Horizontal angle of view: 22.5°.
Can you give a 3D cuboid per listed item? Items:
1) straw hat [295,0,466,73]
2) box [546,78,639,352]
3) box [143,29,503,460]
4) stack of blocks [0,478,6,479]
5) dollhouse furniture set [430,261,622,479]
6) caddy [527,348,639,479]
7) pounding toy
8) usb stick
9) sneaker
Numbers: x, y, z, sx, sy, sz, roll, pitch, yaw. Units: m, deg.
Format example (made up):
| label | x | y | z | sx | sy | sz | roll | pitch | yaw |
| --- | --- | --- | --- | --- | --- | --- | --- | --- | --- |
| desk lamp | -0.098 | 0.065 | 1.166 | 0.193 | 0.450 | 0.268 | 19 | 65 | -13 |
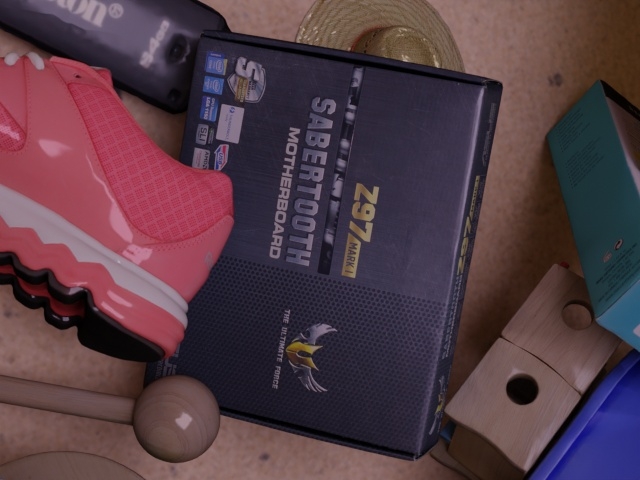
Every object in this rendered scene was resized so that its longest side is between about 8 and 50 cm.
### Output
| label | x | y | z | sx | sy | sz | roll | pitch | yaw |
| --- | --- | --- | --- | --- | --- | --- | --- | --- | --- |
| straw hat | 0.051 | -0.110 | 1.080 | 0.144 | 0.061 | 0.144 | 1 | 88 | -24 |
| box | 0.217 | -0.008 | 1.059 | 0.100 | 0.244 | 0.060 | 35 | 115 | -18 |
| box | 0.000 | 0.000 | 0.982 | 0.183 | 0.059 | 0.232 | 12 | 98 | 16 |
| stack of blocks | -0.293 | 0.130 | 0.843 | 0.297 | 0.171 | 0.087 | 23 | 73 | -12 |
| dollhouse furniture set | 0.093 | 0.063 | 1.081 | 0.184 | 0.129 | 0.129 | 36 | 73 | 12 |
| caddy | 0.212 | 0.215 | 1.068 | 0.341 | 0.179 | 0.241 | -49 | 138 | -17 |
| pounding toy | -0.143 | 0.202 | 0.965 | 0.183 | 0.110 | 0.237 | 0 | 67 | 14 |
| usb stick | -0.183 | -0.165 | 0.990 | 0.278 | 0.045 | 0.077 | 26 | 78 | -21 |
| sneaker | -0.189 | -0.061 | 0.938 | 0.314 | 0.116 | 0.136 | 35 | 70 | -4 |
